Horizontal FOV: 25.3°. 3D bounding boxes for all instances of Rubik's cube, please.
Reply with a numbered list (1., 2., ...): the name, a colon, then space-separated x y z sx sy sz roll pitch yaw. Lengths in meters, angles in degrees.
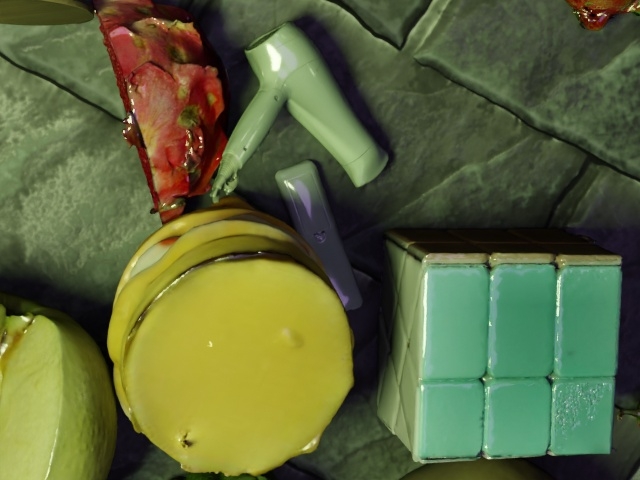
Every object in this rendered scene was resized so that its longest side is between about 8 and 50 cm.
1. Rubik's cube: 0.194 0.110 1.592 0.224 0.221 0.231 0 98 -10

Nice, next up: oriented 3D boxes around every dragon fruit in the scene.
1. dragon fruit: -0.154 -0.148 1.532 0.126 0.161 0.274 -16 98 -4
2. dragon fruit: 0.310 -0.316 1.620 0.142 0.175 0.138 9 86 20

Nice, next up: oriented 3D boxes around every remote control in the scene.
1. remote control: 0.000 0.000 1.645 0.050 0.027 0.184 -21 101 -5

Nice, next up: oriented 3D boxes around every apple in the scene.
1. apple: -0.348 0.184 1.506 0.295 0.233 0.258 21 93 12

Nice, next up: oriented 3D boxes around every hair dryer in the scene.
1. hair dryer: -0.041 -0.101 1.555 0.206 0.075 0.237 52 51 -16

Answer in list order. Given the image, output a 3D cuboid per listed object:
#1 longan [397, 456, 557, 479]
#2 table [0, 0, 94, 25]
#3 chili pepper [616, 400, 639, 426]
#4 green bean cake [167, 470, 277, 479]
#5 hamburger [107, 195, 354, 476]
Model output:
1. longan: 0.172 0.410 1.610 0.288 0.288 0.350 3 92 -10
2. table: -0.316 -0.350 1.492 0.167 0.167 0.227 2 88 -10
3. chili pepper: 0.438 0.212 1.735 0.191 0.050 0.059 7 94 -22
4. green bean cake: -0.124 0.396 1.616 0.247 0.156 0.250 -24 101 -4
5. hamburger: -0.104 0.090 1.535 0.276 0.237 0.276 -6 115 -13
